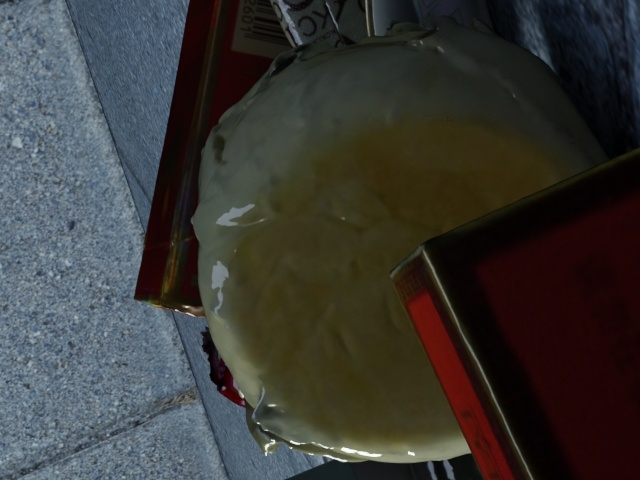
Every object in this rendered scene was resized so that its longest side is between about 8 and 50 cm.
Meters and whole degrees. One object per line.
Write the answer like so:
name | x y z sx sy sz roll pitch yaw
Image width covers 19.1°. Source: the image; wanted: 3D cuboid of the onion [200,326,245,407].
onion | -0.027 0.089 2.003 0.198 0.135 0.173 -55 29 32

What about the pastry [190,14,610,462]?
pastry | 0.048 0.002 1.067 0.133 0.264 0.265 -97 -11 -66

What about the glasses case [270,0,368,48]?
glasses case | 0.004 -0.190 1.223 0.355 0.085 0.137 68 -164 -1

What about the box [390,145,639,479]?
box | 0.161 0.026 0.568 0.153 0.239 0.074 65 169 9

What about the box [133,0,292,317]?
box | -0.062 -0.097 1.411 0.197 0.089 0.313 178 104 -78

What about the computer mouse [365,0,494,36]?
computer mouse | 0.072 -0.110 1.140 0.045 0.102 0.199 -2 119 35

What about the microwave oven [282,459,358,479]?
microwave oven | 0.061 0.362 1.814 0.181 0.237 0.295 -126 20 -44

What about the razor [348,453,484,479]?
razor | 0.087 0.120 1.469 0.349 0.113 0.204 155 96 -79

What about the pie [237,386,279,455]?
pie | 0.000 0.000 1.436 0.337 0.075 0.337 -166 90 -82
